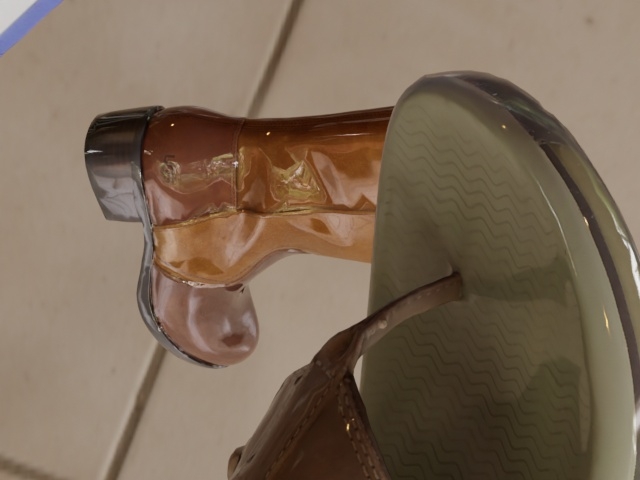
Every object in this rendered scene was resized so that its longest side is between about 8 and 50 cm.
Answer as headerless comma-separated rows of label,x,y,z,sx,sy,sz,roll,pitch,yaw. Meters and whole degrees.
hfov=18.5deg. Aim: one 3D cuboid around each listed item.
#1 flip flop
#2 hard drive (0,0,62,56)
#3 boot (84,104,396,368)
flip flop,0.009,0.093,0.506,0.080,0.112,0.277,8,106,-35
hard drive,-0.029,-0.196,0.517,0.040,0.318,0.210,17,60,-30
boot,0.000,0.000,1.417,0.280,0.264,0.096,0,40,22
